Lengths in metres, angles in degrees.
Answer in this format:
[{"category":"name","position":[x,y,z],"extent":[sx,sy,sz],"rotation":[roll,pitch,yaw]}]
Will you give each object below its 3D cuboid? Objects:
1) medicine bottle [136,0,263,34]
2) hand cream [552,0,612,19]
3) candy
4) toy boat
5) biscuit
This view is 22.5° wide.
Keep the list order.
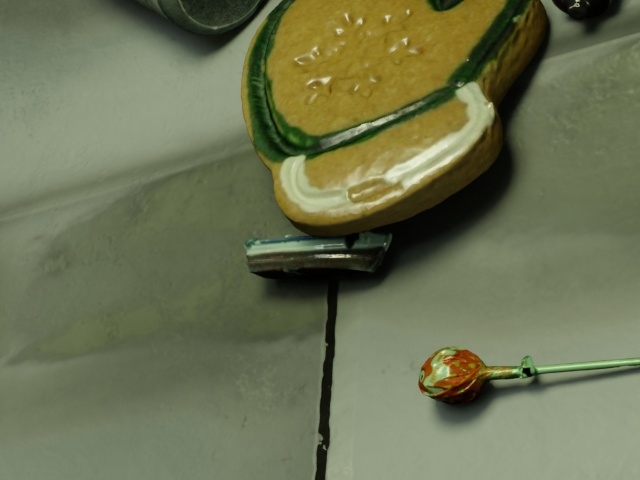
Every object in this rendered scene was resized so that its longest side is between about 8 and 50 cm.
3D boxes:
[{"category":"medicine bottle","position":[-0.182,-0.327,1.702],"extent":[0.141,0.141,0.293],"rotation":[-50,47,-5]},{"category":"hand cream","position":[0.247,-0.271,1.444],"extent":[0.087,0.054,0.186],"rotation":[-6,50,36]},{"category":"candy","position":[0.163,0.100,1.248],"extent":[0.185,0.049,0.055],"rotation":[-7,12,23]},{"category":"toy boat","position":[0.000,0.000,1.409],"extent":[0.140,0.059,0.066],"rotation":[-3,75,30]},{"category":"biscuit","position":[0.066,-0.154,1.442],"extent":[0.287,0.057,0.344],"rotation":[-22,42,9]}]
